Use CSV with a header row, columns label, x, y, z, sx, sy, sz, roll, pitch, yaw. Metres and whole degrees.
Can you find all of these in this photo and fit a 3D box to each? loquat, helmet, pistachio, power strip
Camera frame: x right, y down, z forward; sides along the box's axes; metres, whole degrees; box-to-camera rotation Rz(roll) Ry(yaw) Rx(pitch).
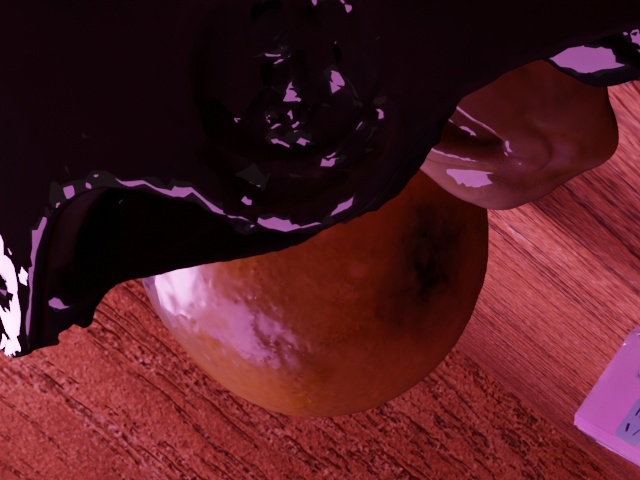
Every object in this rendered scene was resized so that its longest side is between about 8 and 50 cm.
label,x,y,z,sx,sy,sz,roll,pitch,yaw
loquat,0.000,0.000,1.196,0.263,0.263,0.263,37,176,3
helmet,0.008,-0.097,0.454,0.225,0.305,0.177,-19,-94,-57
pistachio,0.078,-0.082,0.808,0.149,0.113,0.113,52,-177,28
power strip,0.304,0.148,1.323,0.037,0.109,0.279,36,177,-23

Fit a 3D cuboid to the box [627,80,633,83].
label,x,y,z,sx,sy,sz,roll,pitch,yaw
box,0.043,-0.152,0.612,0.229,0.050,0.123,36,175,8
